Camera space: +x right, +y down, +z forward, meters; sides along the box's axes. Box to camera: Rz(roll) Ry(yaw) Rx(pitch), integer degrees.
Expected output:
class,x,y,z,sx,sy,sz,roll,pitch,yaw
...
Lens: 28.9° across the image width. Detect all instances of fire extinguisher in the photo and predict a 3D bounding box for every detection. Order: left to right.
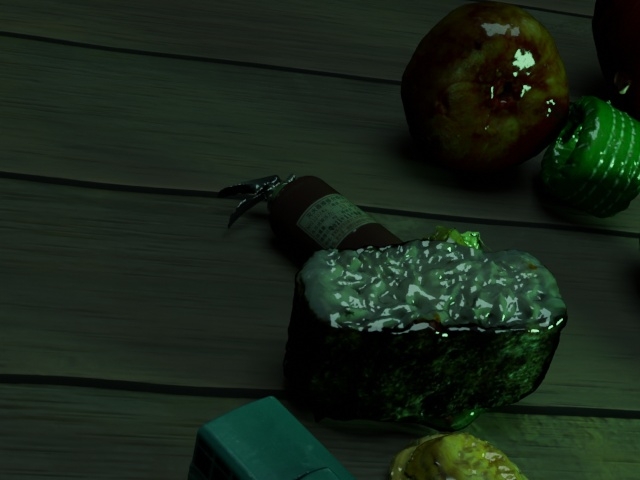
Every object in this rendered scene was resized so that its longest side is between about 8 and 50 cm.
class,x,y,z,sx,sy,sz,roll,pitch,yaw
fire extinguisher,0.000,0.000,1.150,0.099,0.071,0.231,-35,54,-27

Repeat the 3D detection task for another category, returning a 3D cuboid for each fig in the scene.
class,x,y,z,sx,sy,sz,roll,pitch,yaw
fig,0.199,-0.177,1.398,0.190,0.191,0.290,25,20,15

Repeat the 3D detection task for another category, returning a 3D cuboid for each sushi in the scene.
class,x,y,z,sx,sy,sz,roll,pitch,yaw
sushi,0.082,0.077,1.013,0.225,0.127,0.124,-2,38,-10

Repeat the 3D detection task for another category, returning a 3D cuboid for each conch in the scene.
class,x,y,z,sx,sy,sz,roll,pitch,yaw
conch,0.141,0.024,1.156,0.121,0.074,0.089,24,46,21

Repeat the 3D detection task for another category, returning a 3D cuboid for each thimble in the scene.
class,x,y,z,sx,sy,sz,roll,pitch,yaw
thimble,0.298,-0.091,1.342,0.090,0.118,0.130,25,52,-7

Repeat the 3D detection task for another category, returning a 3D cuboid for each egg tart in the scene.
class,x,y,z,sx,sy,sz,roll,pitch,yaw
egg tart,0.115,0.184,0.943,0.128,0.049,0.129,11,33,-8

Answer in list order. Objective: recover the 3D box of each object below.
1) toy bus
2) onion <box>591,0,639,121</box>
class,x,y,z,sx,sy,sz,roll,pitch,yaw
toy bus,-0.017,0.188,0.849,0.079,0.092,0.160,-18,46,-37
onion,0.488,-0.264,1.502,0.341,0.341,0.341,10,34,-7
